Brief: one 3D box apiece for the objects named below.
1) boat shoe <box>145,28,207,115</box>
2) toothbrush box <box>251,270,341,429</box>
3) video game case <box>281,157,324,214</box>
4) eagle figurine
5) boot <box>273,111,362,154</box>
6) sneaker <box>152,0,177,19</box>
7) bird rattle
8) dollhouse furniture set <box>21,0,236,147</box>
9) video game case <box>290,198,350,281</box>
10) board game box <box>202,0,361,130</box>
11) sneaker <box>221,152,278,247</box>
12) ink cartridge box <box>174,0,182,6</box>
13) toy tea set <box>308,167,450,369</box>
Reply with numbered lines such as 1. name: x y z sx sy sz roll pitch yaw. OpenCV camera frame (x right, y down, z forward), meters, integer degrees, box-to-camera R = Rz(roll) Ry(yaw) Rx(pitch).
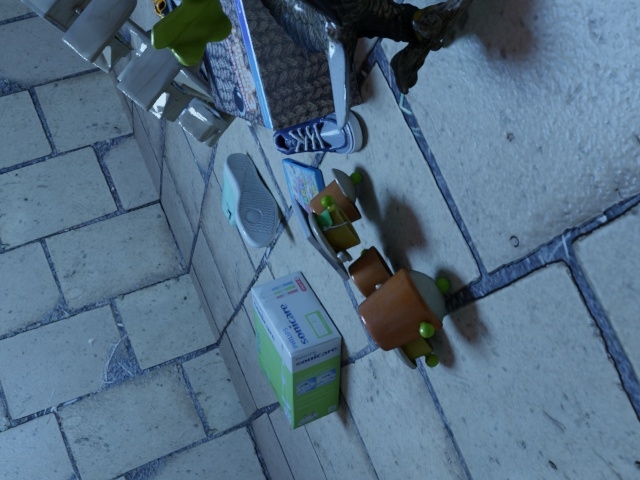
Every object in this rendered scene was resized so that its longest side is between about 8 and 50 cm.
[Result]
1. boat shoe: -0.360 -0.432 1.899 0.301 0.108 0.102 59 159 24
2. toothbrush box: -0.053 0.243 1.696 0.206 0.122 0.283 55 158 39
3. video game case: -0.025 -0.086 1.437 0.166 0.015 0.119 30 137 64
4. eagle figurine: 0.007 -0.290 0.793 0.298 0.225 0.226 35 132 -1
5. boot: -0.007 -0.157 1.193 0.190 0.086 0.069 14 122 69
6. sneaker: -0.352 -0.556 1.781 0.215 0.083 0.084 -129 24 -49
7. bird rattle: -0.191 -0.342 0.906 0.143 0.207 0.253 -54 42 35
8. dollhouse furniture set: -0.313 -0.413 1.444 0.394 0.256 0.362 40 -176 10
9. video game case: 0.000 0.000 1.149 0.122 0.011 0.087 49 -168 -44
10. board game box: -0.083 -0.310 1.161 0.291 0.141 0.232 32 138 63
11. sneaker: -0.160 -0.057 1.728 0.151 0.094 0.256 103 153 -50
12. ink cartridge box: -0.271 -0.600 1.528 0.296 0.066 0.261 88 156 -44
13. toy tea set: 0.091 0.021 1.119 0.336 0.124 0.200 60 -171 18
